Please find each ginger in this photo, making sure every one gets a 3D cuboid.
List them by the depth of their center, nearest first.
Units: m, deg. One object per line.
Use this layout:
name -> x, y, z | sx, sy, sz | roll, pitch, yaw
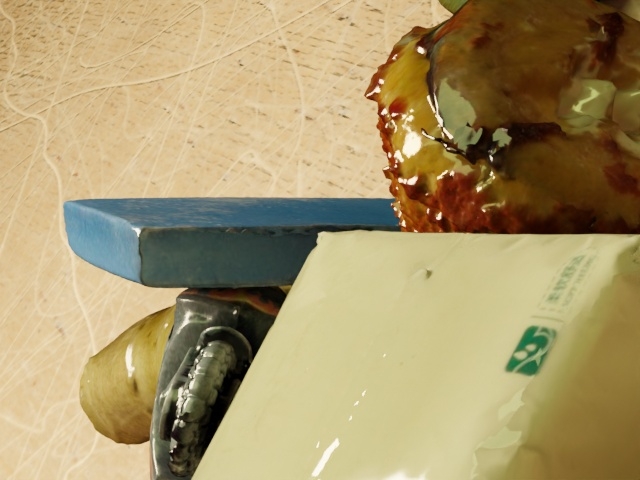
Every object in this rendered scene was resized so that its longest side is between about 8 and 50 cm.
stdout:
ginger -> -0.082, 0.089, 1.449 | 0.263, 0.109, 0.116 | -27, 40, 48

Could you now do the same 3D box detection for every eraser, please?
eraser -> 0.000, 0.000, 1.251 | 0.144, 0.312, 0.043 | 18, 107, 62

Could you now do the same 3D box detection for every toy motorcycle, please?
toy motorcycle -> -0.062, 0.125, 1.241 | 0.307, 0.108, 0.173 | 95, -168, -60

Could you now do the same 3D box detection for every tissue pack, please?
tissue pack -> 0.053, 0.193, 1.002 | 0.297, 0.207, 0.380 | -4, 53, 54

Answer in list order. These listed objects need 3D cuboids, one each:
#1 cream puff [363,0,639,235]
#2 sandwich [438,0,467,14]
cream puff -> 0.142, -0.049, 1.158 | 0.164, 0.240, 0.240 | 124, 164, -46
sandwich -> 0.190, -0.290, 1.438 | 0.301, 0.162, 0.250 | -40, 26, 17
